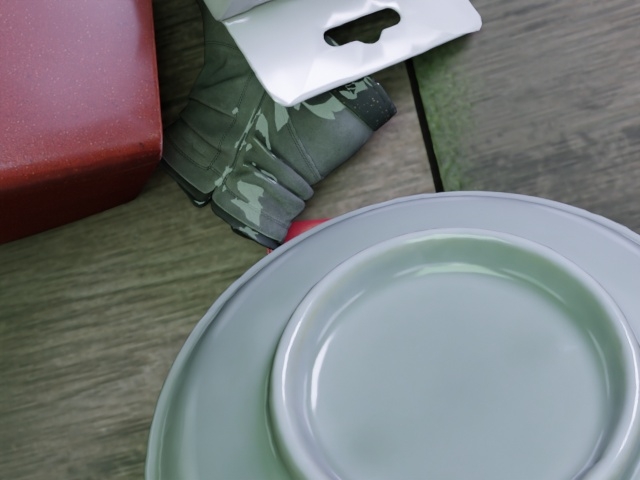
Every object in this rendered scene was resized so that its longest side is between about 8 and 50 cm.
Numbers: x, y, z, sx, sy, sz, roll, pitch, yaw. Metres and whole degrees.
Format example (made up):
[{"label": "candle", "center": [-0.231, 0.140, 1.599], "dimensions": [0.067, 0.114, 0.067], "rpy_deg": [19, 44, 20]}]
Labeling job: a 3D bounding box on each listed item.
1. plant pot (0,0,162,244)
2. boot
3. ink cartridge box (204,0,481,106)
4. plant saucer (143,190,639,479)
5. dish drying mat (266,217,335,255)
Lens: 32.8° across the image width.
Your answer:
[{"label": "plant pot", "center": [-0.240, -0.121, 0.748], "dimensions": [0.236, 0.267, 0.267], "rpy_deg": [-3, 83, -16]}, {"label": "boot", "center": [-0.078, -0.119, 0.808], "dimensions": [0.161, 0.083, 0.246], "rpy_deg": [-46, 79, 5]}, {"label": "ink cartridge box", "center": [-0.025, -0.289, 0.747], "dimensions": [0.207, 0.119, 0.353], "rpy_deg": [-27, 80, -29]}, {"label": "plant saucer", "center": [0.080, 0.103, 0.653], "dimensions": [0.401, 0.100, 0.400], "rpy_deg": [-5, 52, 7]}, {"label": "dish drying mat", "center": [0.000, 0.000, 0.822], "dimensions": [0.083, 0.008, 0.032], "rpy_deg": [-5, 84, 10]}]
